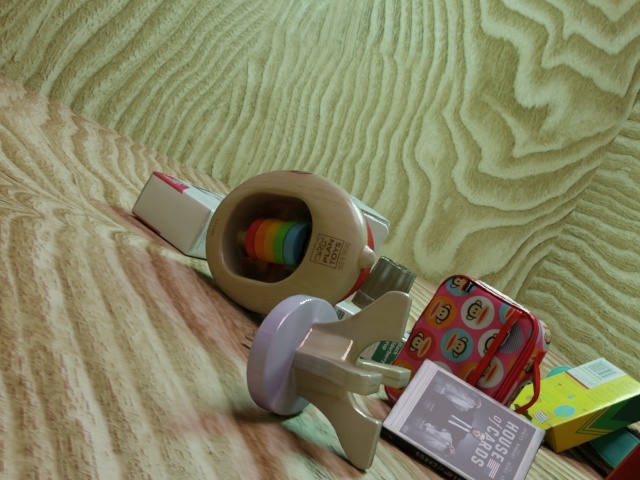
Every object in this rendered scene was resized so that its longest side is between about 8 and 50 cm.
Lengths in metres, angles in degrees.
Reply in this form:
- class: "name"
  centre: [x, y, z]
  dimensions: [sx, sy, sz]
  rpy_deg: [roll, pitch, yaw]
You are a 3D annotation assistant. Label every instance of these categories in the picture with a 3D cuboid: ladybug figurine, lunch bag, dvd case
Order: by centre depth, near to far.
- class: "dvd case"
  centre: [0.239, 0.321, 1.300]
  dimensions: [0.239, 0.029, 0.179]
  rpy_deg: [30, 44, 15]
- class: "lunch bag"
  centre: [0.286, 0.236, 1.452]
  dimensions: [0.258, 0.293, 0.120]
  rpy_deg: [32, 3, 35]
- class: "ladybug figurine"
  centre: [-0.053, 0.014, 1.604]
  dimensions: [0.449, 0.305, 0.162]
  rpy_deg: [15, -6, 44]

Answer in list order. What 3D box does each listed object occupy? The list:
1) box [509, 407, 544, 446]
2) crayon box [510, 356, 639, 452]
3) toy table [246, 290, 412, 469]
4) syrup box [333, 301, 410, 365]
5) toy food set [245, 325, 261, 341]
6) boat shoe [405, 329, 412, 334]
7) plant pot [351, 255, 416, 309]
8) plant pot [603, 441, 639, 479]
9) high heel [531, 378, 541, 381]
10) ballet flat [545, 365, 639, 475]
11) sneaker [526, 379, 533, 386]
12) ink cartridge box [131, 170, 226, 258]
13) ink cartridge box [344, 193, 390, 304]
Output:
- class: "box"
  centre: [0.375, 0.387, 1.750]
  dimensions: [0.233, 0.044, 0.159]
  rpy_deg: [29, 6, 1]
- class: "crayon box"
  centre: [0.621, 0.410, 1.925]
  dimensions: [0.319, 0.081, 0.202]
  rpy_deg: [-17, 19, -9]
- class: "toy table"
  centre: [0.025, 0.183, 1.113]
  dimensions: [0.161, 0.252, 0.274]
  rpy_deg: [13, 9, 21]
- class: "syrup box"
  centre: [0.109, 0.220, 1.696]
  dimensions: [0.237, 0.093, 0.096]
  rpy_deg: [28, 5, -9]
- class: "toy food set"
  centre: [-0.065, 0.197, 1.434]
  dimensions: [0.132, 0.038, 0.192]
  rpy_deg: [23, 10, 14]
- class: "boat shoe"
  centre: [0.239, 0.271, 1.790]
  dimensions: [0.302, 0.094, 0.109]
  rpy_deg: [-2, -71, 70]
- class: "plant pot"
  centre: [0.201, 0.146, 2.377]
  dimensions: [0.167, 0.165, 0.167]
  rpy_deg: [28, 5, -3]
- class: "plant pot"
  centre: [0.651, 0.486, 1.304]
  dimensions: [0.236, 0.267, 0.267]
  rpy_deg: [40, 5, -6]
- class: "high heel"
  centre: [0.576, 0.411, 2.398]
  dimensions: [0.261, 0.093, 0.186]
  rpy_deg: [38, 25, 6]
- class: "ballet flat"
  centre: [0.731, 0.507, 2.007]
  dimensions: [0.182, 0.164, 0.483]
  rpy_deg: [50, 4, -20]
- class: "sneaker"
  centre: [0.632, 0.451, 2.261]
  dimensions: [0.078, 0.067, 0.188]
  rpy_deg: [26, 0, 42]
- class: "ink cartridge box"
  centre: [-0.283, -0.045, 1.957]
  dimensions: [0.226, 0.131, 0.306]
  rpy_deg: [32, 8, 29]
- class: "ink cartridge box"
  centre: [0.000, 0.000, 2.111]
  dimensions: [0.166, 0.285, 0.395]
  rpy_deg: [25, 7, -20]
